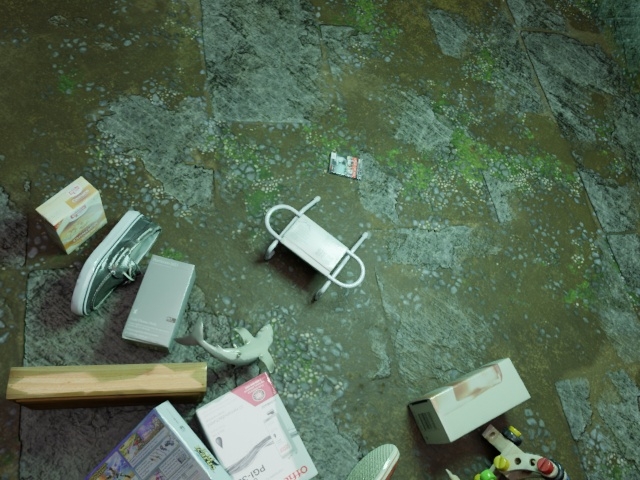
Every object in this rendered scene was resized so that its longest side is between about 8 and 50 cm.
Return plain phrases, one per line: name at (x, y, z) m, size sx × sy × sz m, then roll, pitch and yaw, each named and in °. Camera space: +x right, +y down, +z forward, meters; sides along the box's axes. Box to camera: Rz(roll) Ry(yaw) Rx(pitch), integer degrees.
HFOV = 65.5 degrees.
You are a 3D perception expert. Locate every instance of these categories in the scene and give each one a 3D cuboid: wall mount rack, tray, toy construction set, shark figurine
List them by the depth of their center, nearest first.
tray at (-0.486, 0.351, 1.188) m, size 0.410 × 0.203 × 0.076 m, roll 1°, pitch 66°, yaw -15°
shark figurine at (-0.239, 0.305, 1.329) m, size 0.278 × 0.116 × 0.166 m, roll 9°, pitch 44°, yaw -40°
toy construction set at (0.470, 0.629, 1.350) m, size 0.308 × 0.258 × 0.237 m, roll 14°, pitch 17°, yaw -27°
wall mount rack at (0.000, 0.000, 1.545) m, size 0.350 × 0.130 × 0.304 m, roll 38°, pitch 65°, yaw 4°

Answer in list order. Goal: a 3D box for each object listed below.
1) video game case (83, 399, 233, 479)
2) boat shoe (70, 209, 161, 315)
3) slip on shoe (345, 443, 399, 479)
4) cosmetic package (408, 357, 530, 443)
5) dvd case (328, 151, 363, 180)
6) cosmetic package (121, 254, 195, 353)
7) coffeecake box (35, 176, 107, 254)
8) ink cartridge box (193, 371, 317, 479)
video game case at (-0.367, 0.545, 1.127) m, size 0.269 × 0.061 × 0.244 m, roll -45°, pitch 82°, yaw 12°
boat shoe at (-0.545, 0.062, 1.353) m, size 0.119 × 0.121 × 0.336 m, roll 21°, pitch 59°, yaw -1°
slip on shoe at (0.111, 0.675, 1.266) m, size 0.101 × 0.123 × 0.331 m, roll 43°, pitch 62°, yaw -13°
cosmetic package at (0.424, 0.460, 1.430) m, size 0.295 × 0.153 × 0.129 m, roll -17°, pitch 72°, yaw -24°
dvd case at (0.090, -0.261, 1.752) m, size 0.119 × 0.013 × 0.087 m, roll 12°, pitch 63°, yaw -12°
cosmetic package at (-0.431, 0.172, 1.347) m, size 0.127 × 0.107 × 0.238 m, roll 13°, pitch 66°, yaw -7°
coffeecake box at (-0.665, -0.065, 1.342) m, size 0.068 × 0.185 × 0.142 m, roll 40°, pitch 62°, yaw 5°
ink cartridge box at (-0.165, 0.512, 1.253) m, size 0.207 × 0.117 × 0.283 m, roll -24°, pitch 74°, yaw -25°
